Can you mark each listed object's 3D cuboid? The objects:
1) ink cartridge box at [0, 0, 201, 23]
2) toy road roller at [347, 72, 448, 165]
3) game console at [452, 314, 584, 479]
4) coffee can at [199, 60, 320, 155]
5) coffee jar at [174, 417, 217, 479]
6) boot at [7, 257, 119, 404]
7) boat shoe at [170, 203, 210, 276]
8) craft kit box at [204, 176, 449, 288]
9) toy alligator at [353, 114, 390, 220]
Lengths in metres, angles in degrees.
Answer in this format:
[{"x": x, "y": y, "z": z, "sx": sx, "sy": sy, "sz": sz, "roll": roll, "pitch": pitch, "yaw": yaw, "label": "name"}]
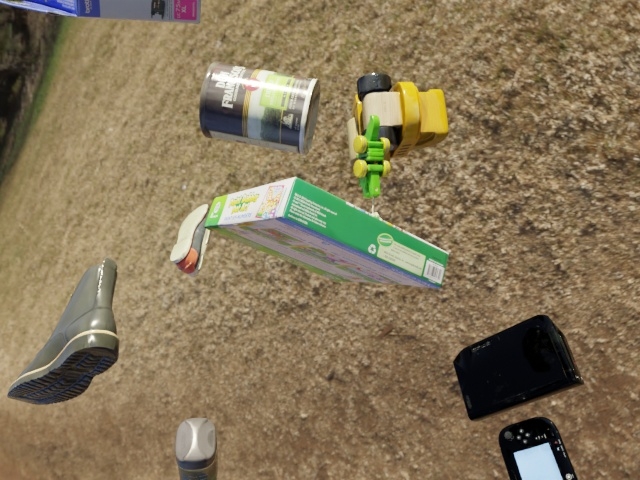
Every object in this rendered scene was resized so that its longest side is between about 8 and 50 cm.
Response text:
[{"x": -0.399, "y": -0.447, "z": 0.964, "sx": 0.186, "sy": 0.311, "sz": 0.065, "roll": 25, "pitch": 123, "yaw": 30, "label": "ink cartridge box"}, {"x": 0.213, "y": -0.317, "z": 1.471, "sx": 0.329, "sy": 0.241, "sz": 0.202, "roll": 119, "pitch": 148, "yaw": -79, "label": "toy road roller"}, {"x": 0.363, "y": 0.322, "z": 0.887, "sx": 0.213, "sy": 0.044, "sz": 0.361, "roll": -37, "pitch": 48, "yaw": 34, "label": "game console"}, {"x": -0.154, "y": -0.348, "z": 1.385, "sx": 0.275, "sy": 0.201, "sz": 0.201, "roll": 11, "pitch": 106, "yaw": 4, "label": "coffee can"}, {"x": -0.246, "y": 0.432, "z": 1.049, "sx": 0.184, "sy": 0.079, "sz": 0.096, "roll": 100, "pitch": 165, "yaw": -47, "label": "coffee jar"}, {"x": -0.329, "y": 0.124, "z": 0.692, "sx": 0.198, "sy": 0.077, "sz": 0.137, "roll": -30, "pitch": 50, "yaw": 22, "label": "boot"}, {"x": -0.192, "y": -0.003, "z": 0.810, "sx": 0.049, "sy": 0.043, "sz": 0.137, "roll": -26, "pitch": 34, "yaw": 25, "label": "boat shoe"}, {"x": 0.000, "y": 0.000, "z": 0.720, "sx": 0.247, "sy": 0.250, "sz": 0.061, "roll": -7, "pitch": 63, "yaw": 56, "label": "craft kit box"}, {"x": 0.081, "y": -0.112, "z": 0.879, "sx": 0.051, "sy": 0.056, "sz": 0.189, "roll": -175, "pitch": 83, "yaw": -64, "label": "toy alligator"}]
